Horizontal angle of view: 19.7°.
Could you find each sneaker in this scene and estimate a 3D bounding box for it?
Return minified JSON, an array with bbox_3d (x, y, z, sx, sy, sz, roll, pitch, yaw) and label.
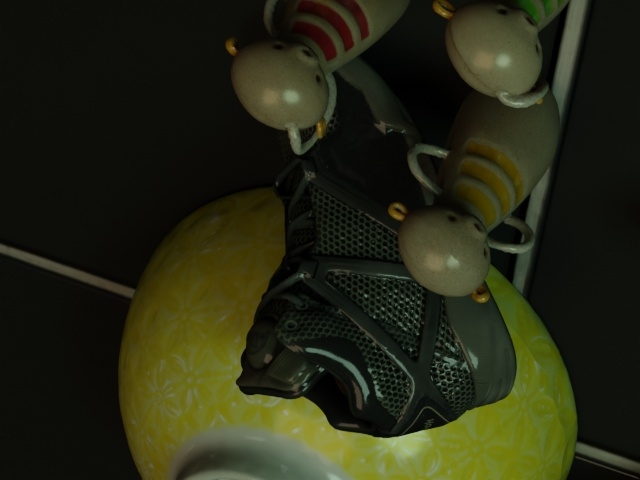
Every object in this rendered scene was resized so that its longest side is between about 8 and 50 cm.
[{"bbox_3d":[0.000,0.000,0.958,0.227,0.130,0.087,67,157,3],"label":"sneaker"}]

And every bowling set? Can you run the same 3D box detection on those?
[{"bbox_3d":[0.041,-0.135,0.848,0.287,0.154,0.200,40,134,-8],"label":"bowling set"}]

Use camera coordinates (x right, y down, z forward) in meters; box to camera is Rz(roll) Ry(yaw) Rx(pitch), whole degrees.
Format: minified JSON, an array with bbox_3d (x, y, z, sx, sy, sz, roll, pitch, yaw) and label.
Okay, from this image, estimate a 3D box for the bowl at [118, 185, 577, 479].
[{"bbox_3d":[-0.007,0.127,1.085,0.289,0.156,0.289,14,131,16],"label":"bowl"}]
